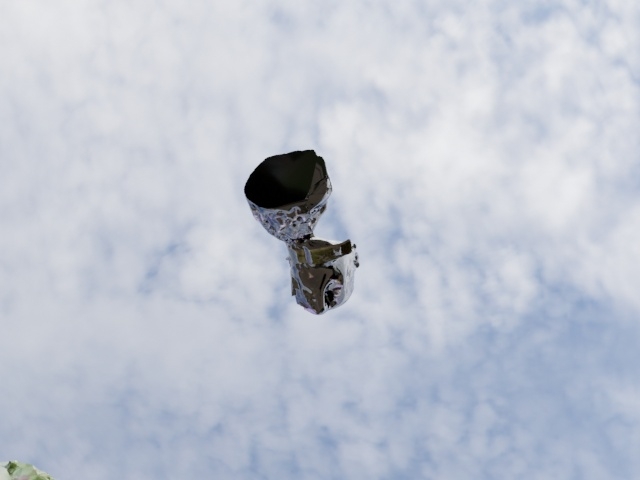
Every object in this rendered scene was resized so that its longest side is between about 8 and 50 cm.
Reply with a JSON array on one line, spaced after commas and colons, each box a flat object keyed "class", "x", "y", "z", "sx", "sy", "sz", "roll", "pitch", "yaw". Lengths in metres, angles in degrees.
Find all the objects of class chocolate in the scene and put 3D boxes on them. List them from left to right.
[{"class": "chocolate", "x": -0.002, "y": 0.002, "z": 0.780, "sx": 0.072, "sy": 0.070, "sz": 0.147, "roll": -51, "pitch": -42, "yaw": -19}]

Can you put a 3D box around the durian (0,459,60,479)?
[{"class": "durian", "x": -0.055, "y": 0.164, "z": 0.290, "sx": 0.355, "sy": 0.157, "sz": 0.169, "roll": 22, "pitch": -127, "yaw": 28}]
